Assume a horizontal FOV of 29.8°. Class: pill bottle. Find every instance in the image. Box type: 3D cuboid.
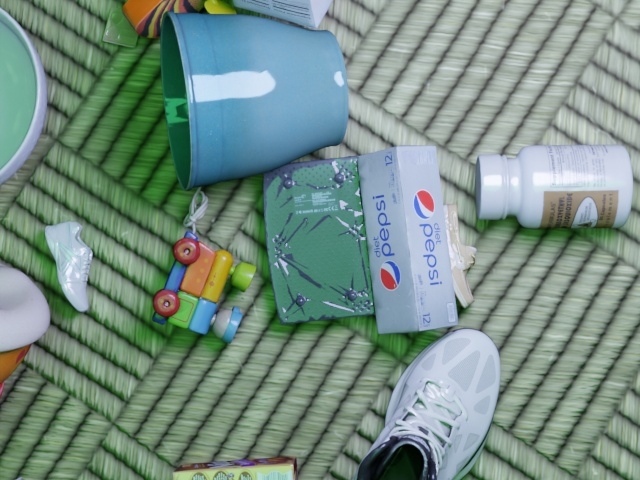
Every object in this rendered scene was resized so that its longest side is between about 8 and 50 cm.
[{"bbox_3d":[0.361,-0.084,1.882,0.229,0.131,0.131,0,86,2],"label":"pill bottle"}]

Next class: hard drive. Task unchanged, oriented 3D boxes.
[{"bbox_3d":[0.000,0.000,1.923,0.171,0.054,0.255,-6,86,1],"label":"hard drive"}]

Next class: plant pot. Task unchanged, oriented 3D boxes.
[{"bbox_3d":[-0.099,-0.225,1.849,0.255,0.271,0.272,-7,86,-13],"label":"plant pot"}]

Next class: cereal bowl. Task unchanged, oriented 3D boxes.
[{"bbox_3d":[-0.593,-0.219,1.910,0.338,0.141,0.339,0,86,1],"label":"cereal bowl"}]

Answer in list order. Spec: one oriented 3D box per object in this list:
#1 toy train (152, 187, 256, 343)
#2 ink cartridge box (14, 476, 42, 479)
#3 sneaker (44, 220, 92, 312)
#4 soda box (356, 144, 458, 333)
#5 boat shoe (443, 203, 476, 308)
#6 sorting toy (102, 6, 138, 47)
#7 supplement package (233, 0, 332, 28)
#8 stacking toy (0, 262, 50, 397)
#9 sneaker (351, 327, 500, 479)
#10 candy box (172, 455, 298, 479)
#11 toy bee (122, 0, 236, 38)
[{"bbox_3d":[-0.164,0.032,1.908,0.143,0.105,0.248,22,87,-8],"label":"toy train"},{"bbox_3d":[-0.465,0.447,1.885,0.089,0.092,0.143,-26,84,0],"label":"ink cartridge box"},{"bbox_3d":[-0.393,0.040,1.931,0.061,0.054,0.152,-18,85,-3],"label":"sneaker"},{"bbox_3d":[0.135,-0.001,1.877,0.091,0.098,0.286,-5,87,-40],"label":"soda box"},{"bbox_3d":[0.219,0.022,1.912,0.059,0.063,0.170,-19,85,6],"label":"boat shoe"},{"bbox_3d":[-0.311,-0.346,1.976,0.083,0.012,0.062,14,82,6],"label":"sorting toy"},{"bbox_3d":[-0.043,-0.465,1.790,0.149,0.203,0.194,19,65,18],"label":"supplement package"},{"bbox_3d":[-0.630,0.265,1.844,0.350,0.350,0.480,17,106,3],"label":"stacking toy"},{"bbox_3d":[0.165,0.295,1.754,0.169,0.257,0.448,32,67,4],"label":"sneaker"},{"bbox_3d":[-0.130,0.371,1.873,0.186,0.109,0.053,-5,86,0],"label":"candy box"},{"bbox_3d":[-0.169,-0.430,1.920,0.298,0.162,0.195,-27,68,30],"label":"toy bee"}]
